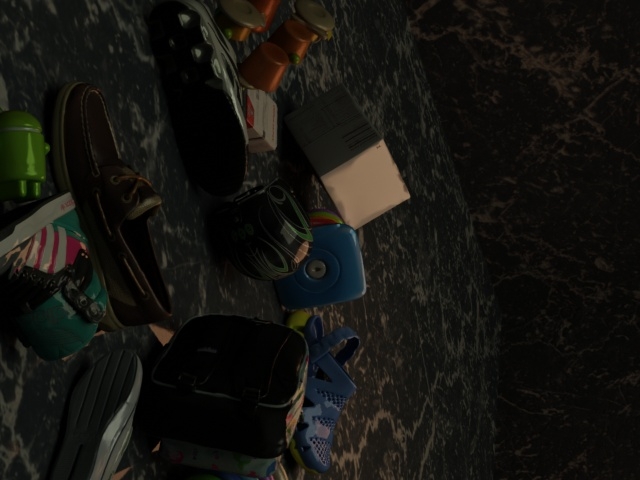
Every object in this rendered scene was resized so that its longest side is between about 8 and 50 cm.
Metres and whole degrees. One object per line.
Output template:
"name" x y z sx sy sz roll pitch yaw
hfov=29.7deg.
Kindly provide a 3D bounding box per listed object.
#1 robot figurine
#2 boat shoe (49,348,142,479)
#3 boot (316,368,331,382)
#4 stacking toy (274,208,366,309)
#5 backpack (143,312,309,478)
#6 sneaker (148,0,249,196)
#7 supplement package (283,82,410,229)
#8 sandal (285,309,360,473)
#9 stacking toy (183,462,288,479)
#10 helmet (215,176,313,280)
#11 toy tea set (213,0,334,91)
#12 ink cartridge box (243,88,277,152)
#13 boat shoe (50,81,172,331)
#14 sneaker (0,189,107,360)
"robot figurine" -0.364 -0.104 1.446 0.101 0.067 0.115 5 77 -59
"boat shoe" -0.286 0.247 1.545 0.076 0.083 0.226 78 26 -49
"boot" 0.002 0.283 2.417 0.099 0.045 0.121 63 25 -51
"stacking toy" 0.000 0.000 2.397 0.302 0.175 0.166 -81 161 -69
"backpack" -0.129 0.218 1.779 0.253 0.225 0.191 -74 172 -60
"sneaker" -0.173 -0.241 1.985 0.146 0.122 0.331 -45 125 -65
"supplement package" 0.053 -0.169 2.471 0.203 0.149 0.194 59 0 43
"sandal" 0.004 0.280 2.279 0.126 0.138 0.317 43 44 -65
"stacking toy" -0.176 0.392 1.742 0.330 0.141 0.141 -7 89 -64
"helmet" -0.091 -0.009 2.074 0.162 0.169 0.169 62 22 -9
"toy tea set" -0.111 -0.360 2.165 0.200 0.124 0.336 36 33 -3
"ink cartridge box" -0.131 -0.232 2.210 0.135 0.056 0.099 44 42 -61
"boat shoe" -0.268 -0.049 1.622 0.123 0.123 0.342 -21 103 -71
"sneaker" -0.339 0.062 1.384 0.178 0.123 0.295 68 20 -10
